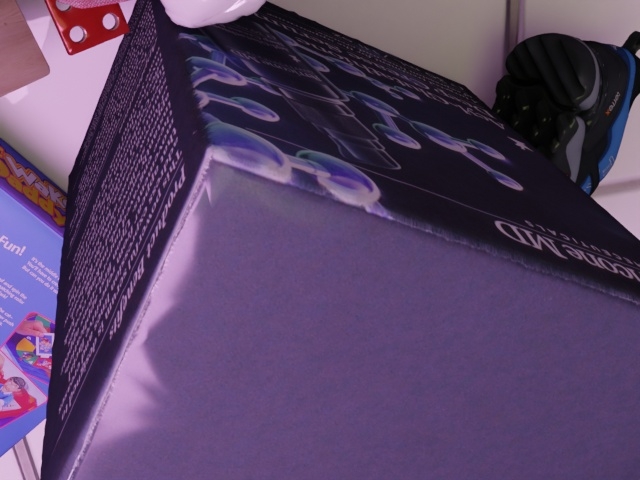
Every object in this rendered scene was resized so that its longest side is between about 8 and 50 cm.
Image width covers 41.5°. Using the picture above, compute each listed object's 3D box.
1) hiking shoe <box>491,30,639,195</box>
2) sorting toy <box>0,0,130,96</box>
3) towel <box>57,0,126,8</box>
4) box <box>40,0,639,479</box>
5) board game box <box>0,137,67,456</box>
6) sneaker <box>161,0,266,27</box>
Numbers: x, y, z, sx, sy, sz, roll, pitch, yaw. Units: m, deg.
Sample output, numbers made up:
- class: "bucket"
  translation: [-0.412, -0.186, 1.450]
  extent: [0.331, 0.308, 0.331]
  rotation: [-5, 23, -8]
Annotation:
- class: "hiking shoe"
  translation: [0.198, -0.037, 0.757]
  extent: [0.132, 0.113, 0.304]
  rotation: [-10, 135, -35]
- class: "sorting toy"
  translation: [-0.260, -0.146, 0.545]
  extent: [0.275, 0.046, 0.132]
  rotation: [-31, 119, -18]
- class: "towel"
  translation: [-0.044, -0.290, 0.420]
  extent: [0.237, 0.037, 0.329]
  rotation: [-14, 132, -16]
- class: "box"
  translation: [0.000, 0.000, 0.560]
  extent: [0.294, 0.395, 0.212]
  rotation: [18, 113, -23]
- class: "board game box"
  translation: [-0.328, 0.015, 0.670]
  extent: [0.233, 0.078, 0.347]
  rotation: [-39, 121, 9]
- class: "sneaker"
  translation: [-0.019, -0.215, 0.423]
  extent: [0.115, 0.090, 0.232]
  rotation: [37, 97, -35]
